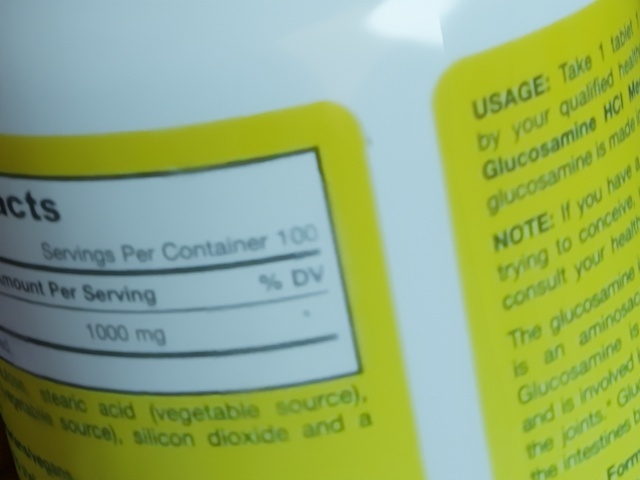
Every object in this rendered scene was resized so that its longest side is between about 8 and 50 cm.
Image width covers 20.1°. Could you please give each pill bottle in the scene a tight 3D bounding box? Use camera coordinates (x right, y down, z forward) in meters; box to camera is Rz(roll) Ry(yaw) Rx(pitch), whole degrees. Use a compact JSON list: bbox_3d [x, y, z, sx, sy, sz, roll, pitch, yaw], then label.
[{"bbox_3d":[0.000,0.000,0.481,0.187,0.188,0.334,-18,111,-19],"label":"pill bottle"}]
